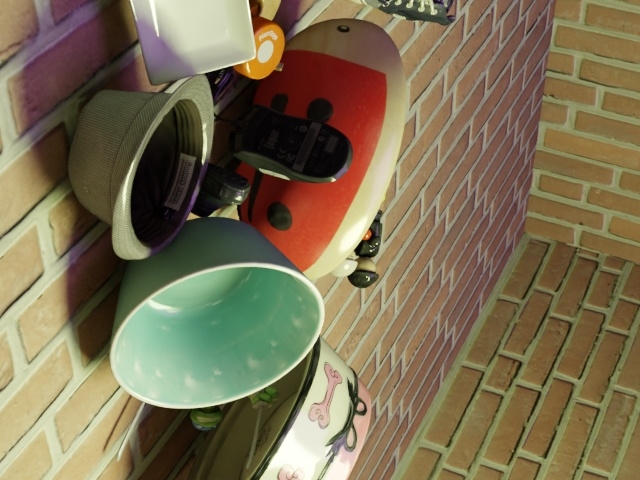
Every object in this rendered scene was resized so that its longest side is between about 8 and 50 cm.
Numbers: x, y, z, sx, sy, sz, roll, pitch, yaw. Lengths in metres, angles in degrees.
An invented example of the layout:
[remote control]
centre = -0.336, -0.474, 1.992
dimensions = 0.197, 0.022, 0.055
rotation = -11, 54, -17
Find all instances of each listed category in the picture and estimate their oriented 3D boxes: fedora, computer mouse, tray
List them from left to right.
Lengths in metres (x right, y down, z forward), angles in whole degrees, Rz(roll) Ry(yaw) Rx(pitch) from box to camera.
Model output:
[fedora]
centre = -0.240, -0.108, 1.494
dimensions = 0.244, 0.124, 0.275
rotation = -61, 166, -25
[tray]
centre = -0.164, -0.314, 1.418
dimensions = 0.270, 0.145, 0.030
rotation = 84, -13, -49
[computer mouse]
centre = -0.068, -0.179, 1.739
dimensions = 0.060, 0.262, 0.184
rotation = 90, 16, -67

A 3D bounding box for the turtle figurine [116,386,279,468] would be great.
[turtle figurine]
centre = -0.167, 0.205, 1.843
dimensions = 0.274, 0.197, 0.266
rotation = -30, 128, -67

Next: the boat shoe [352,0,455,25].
[boat shoe]
centre = 0.166, -0.490, 2.235
dimensions = 0.340, 0.158, 0.127
rotation = -10, 115, -69

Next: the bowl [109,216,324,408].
[bowl]
centre = -0.165, 0.083, 1.680
dimensions = 0.312, 0.311, 0.163
rotation = 81, -11, -51

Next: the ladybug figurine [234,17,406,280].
[ladybug figurine]
centre = -0.019, -0.152, 1.863
dimensions = 0.162, 0.305, 0.450
rotation = 18, 81, -41

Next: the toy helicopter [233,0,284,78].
[toy helicopter]
centre = -0.156, -0.369, 1.508
dimensions = 0.355, 0.140, 0.235
rotation = 15, 102, -57

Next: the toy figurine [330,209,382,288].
[toy figurine]
centre = 0.000, 0.000, 2.103
dimensions = 0.213, 0.209, 0.148
rotation = 26, 70, -71

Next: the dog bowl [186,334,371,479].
[dog bowl]
centre = -0.070, 0.353, 1.976
dimensions = 0.408, 0.150, 0.408
rotation = -52, -166, 19

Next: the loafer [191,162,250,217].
[loafer]
centre = -0.158, -0.069, 1.676
dimensions = 0.223, 0.076, 0.078
rotation = 24, -84, 67

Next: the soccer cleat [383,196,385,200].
[soccer cleat]
centre = 0.089, -0.161, 2.396
dimensions = 0.289, 0.093, 0.121
rotation = 62, 41, -64
